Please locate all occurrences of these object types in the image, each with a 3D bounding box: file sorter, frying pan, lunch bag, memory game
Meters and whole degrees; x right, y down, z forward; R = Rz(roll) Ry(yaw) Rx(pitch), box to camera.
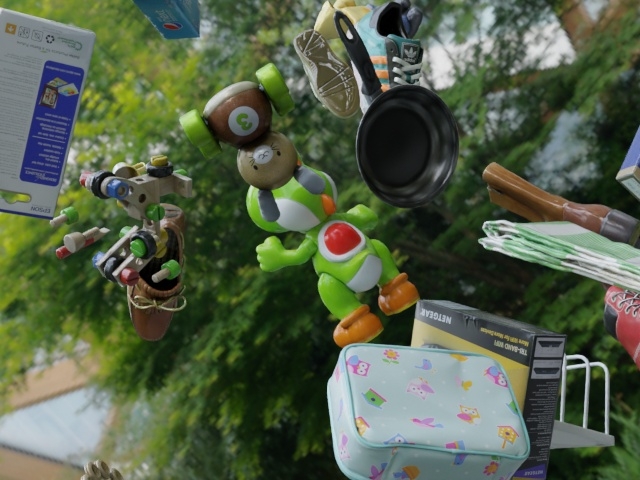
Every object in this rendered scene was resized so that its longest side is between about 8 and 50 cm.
[{"bbox_3d":[0.412,0.300,1.793,0.193,0.277,0.173,-21,56,54],"label":"file sorter"},{"bbox_3d":[0.088,-0.182,1.430,0.197,0.326,0.053,-61,27,-9],"label":"frying pan"},{"bbox_3d":[0.154,0.253,1.322,0.224,0.279,0.108,-102,25,-52],"label":"lunch bag"},{"bbox_3d":[-0.324,0.434,1.472,0.012,0.186,0.186,-34,-12,4],"label":"memory game"}]

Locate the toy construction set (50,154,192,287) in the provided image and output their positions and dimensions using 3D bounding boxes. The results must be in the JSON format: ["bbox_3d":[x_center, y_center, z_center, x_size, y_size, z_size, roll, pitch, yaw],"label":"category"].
[{"bbox_3d":[-0.398,-0.051,1.943,0.308,0.257,0.237,-11,16,42],"label":"toy construction set"}]

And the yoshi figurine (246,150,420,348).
[{"bbox_3d":[-0.003,-0.001,1.571,0.203,0.362,0.203,-33,5,24],"label":"yoshi figurine"}]

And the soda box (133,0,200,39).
[{"bbox_3d":[-0.272,-0.424,1.608,0.210,0.071,0.067,48,-139,-78],"label":"soda box"}]

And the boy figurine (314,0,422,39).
[{"bbox_3d":[0.094,-0.512,2.093,0.285,0.177,0.092,-11,-35,-39],"label":"boy figurine"}]

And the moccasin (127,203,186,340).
[{"bbox_3d":[-0.397,0.099,2.254,0.147,0.139,0.380,-105,31,-56],"label":"moccasin"}]

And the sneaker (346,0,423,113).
[{"bbox_3d":[0.137,-0.309,1.687,0.108,0.302,0.121,3,-29,-39],"label":"sneaker"}]

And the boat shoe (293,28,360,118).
[{"bbox_3d":[0.010,-0.217,1.224,0.056,0.153,0.048,-29,-28,-6],"label":"boat shoe"}]

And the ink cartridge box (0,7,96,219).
[{"bbox_3d":[-0.551,-0.232,1.707,0.175,0.069,0.371,10,-78,-29],"label":"ink cartridge box"}]

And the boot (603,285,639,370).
[{"bbox_3d":[0.482,0.097,1.322,0.088,0.176,0.244,-17,-40,-15],"label":"boot"}]

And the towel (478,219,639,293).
[{"bbox_3d":[0.382,0.029,1.068,0.248,0.324,0.038,0,-76,-51],"label":"towel"}]

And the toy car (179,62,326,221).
[{"bbox_3d":[-0.082,-0.126,1.306,0.155,0.188,0.149,-31,-8,0],"label":"toy car"}]

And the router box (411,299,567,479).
[{"bbox_3d":[0.272,0.248,1.579,0.081,0.309,0.243,5,-86,-32],"label":"router box"}]

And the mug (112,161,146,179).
[{"bbox_3d":[-0.438,-0.148,2.070,0.078,0.064,0.062,3,-72,-23],"label":"mug"}]

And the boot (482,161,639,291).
[{"bbox_3d":[0.423,-0.015,1.626,0.096,0.280,0.264,-61,-28,-7],"label":"boot"}]

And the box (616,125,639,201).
[{"bbox_3d":[0.494,-0.128,1.241,0.036,0.136,0.225,-25,30,59],"label":"box"}]
